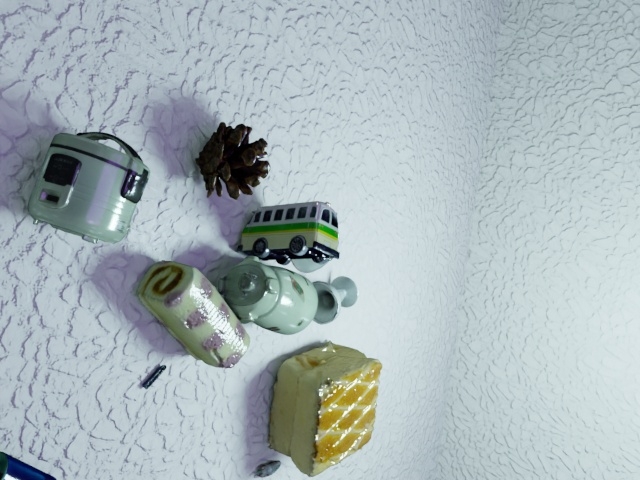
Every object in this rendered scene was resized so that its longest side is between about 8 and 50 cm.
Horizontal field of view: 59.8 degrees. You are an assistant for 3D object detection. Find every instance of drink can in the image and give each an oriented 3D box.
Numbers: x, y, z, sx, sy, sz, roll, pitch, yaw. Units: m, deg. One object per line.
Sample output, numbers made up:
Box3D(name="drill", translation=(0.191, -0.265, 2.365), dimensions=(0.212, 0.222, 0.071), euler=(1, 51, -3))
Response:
Box3D(name="drink can", translation=(-0.687, 0.565, 1.255), dimensions=(0.118, 0.118, 0.205), euler=(-58, 138, -25))

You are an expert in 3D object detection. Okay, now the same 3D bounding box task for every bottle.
Box3D(name="bottle", translation=(-0.179, 0.171, 1.725), dimensions=(0.352, 0.229, 0.229), euler=(30, 75, -59))

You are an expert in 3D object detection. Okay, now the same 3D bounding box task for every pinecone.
Box3D(name="pinecone", translation=(-0.241, -0.221, 1.564), dimensions=(0.201, 0.202, 0.228), euler=(20, 63, -44))

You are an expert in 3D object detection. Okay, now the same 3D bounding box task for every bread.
Box3D(name="bread", translation=(0.018, 0.600, 2.059), dimensions=(0.390, 0.279, 0.371), euler=(-12, 111, -51))
Box3D(name="bread", translation=(-0.346, 0.208, 1.554), dimensions=(0.155, 0.187, 0.338), euler=(-56, 137, -28))

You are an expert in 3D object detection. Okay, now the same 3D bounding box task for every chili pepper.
Box3D(name="chili pepper", translation=(-0.187, 0.843, 2.052), dimensions=(0.050, 0.041, 0.153), euler=(-42, 151, 23))

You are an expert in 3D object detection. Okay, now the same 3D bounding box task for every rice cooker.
Box3D(name="rice cooker", translation=(-0.505, -0.121, 1.226), dimensions=(0.226, 0.226, 0.244), euler=(32, 74, -52))

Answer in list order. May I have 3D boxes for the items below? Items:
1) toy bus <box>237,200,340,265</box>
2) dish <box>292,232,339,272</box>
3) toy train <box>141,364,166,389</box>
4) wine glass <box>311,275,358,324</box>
Box3D(name="toy bus", translation=(-0.098, -0.024, 1.728), dimensions=(0.143, 0.306, 0.179), euler=(24, 67, -53))
Box3D(name="dish", translation=(0.000, 0.000, 2.036), dimensions=(0.260, 0.085, 0.260), euler=(-19, 114, -49))
Box3D(name="toy train", translation=(-0.470, 0.384, 1.575), dimensions=(0.083, 0.017, 0.017), euler=(-49, 137, -33))
Box3D(name="wine glass", translation=(0.042, 0.218, 2.099), dimensions=(0.196, 0.165, 0.164), euler=(-12, 109, -57))
